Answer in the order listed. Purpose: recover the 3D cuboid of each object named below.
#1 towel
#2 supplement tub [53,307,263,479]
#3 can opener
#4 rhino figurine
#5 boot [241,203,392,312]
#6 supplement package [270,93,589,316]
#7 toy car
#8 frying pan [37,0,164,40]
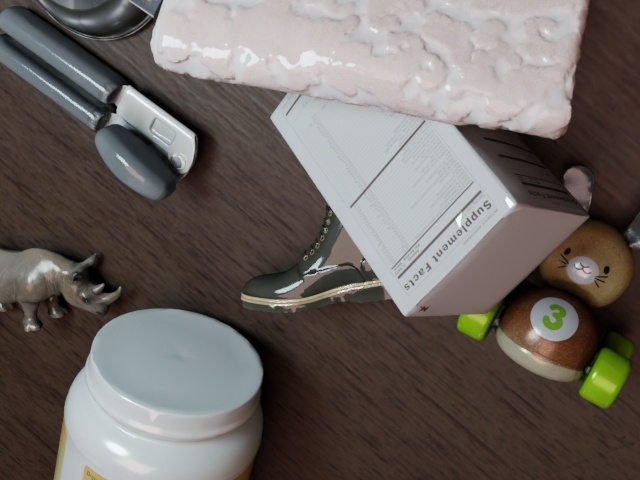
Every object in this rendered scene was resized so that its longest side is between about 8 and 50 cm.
[{"bbox_3d":[0.060,-0.253,0.635,0.332,0.053,0.317,13,75,14],"label":"towel"},{"bbox_3d":[-0.196,0.263,0.931,0.228,0.228,0.316,22,116,10],"label":"supplement tub"},{"bbox_3d":[-0.256,-0.158,0.868,0.280,0.093,0.074,39,119,7],"label":"can opener"},{"bbox_3d":[-0.363,0.057,0.996,0.243,0.073,0.106,2,114,17],"label":"rhino figurine"},{"bbox_3d":[0.000,0.000,0.854,0.198,0.077,0.137,-10,103,9],"label":"boot"},{"bbox_3d":[0.090,-0.067,0.694,0.139,0.134,0.244,-49,58,28],"label":"supplement package"},{"bbox_3d":[0.247,0.032,0.744,0.155,0.149,0.188,28,106,18],"label":"toy car"},{"bbox_3d":[-0.214,-0.258,0.836,0.197,0.053,0.326,-29,96,27],"label":"frying pan"}]
